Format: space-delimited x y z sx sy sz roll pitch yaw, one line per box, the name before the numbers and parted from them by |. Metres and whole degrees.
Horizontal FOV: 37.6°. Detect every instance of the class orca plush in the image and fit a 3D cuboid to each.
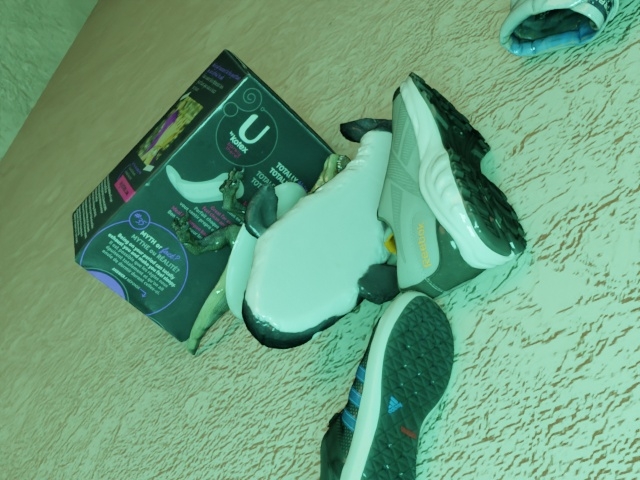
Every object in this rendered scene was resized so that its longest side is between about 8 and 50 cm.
orca plush | 0.000 0.000 0.871 0.102 0.151 0.287 114 171 -50

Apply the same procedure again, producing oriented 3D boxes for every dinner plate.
dinner plate | -0.043 0.013 0.901 0.017 0.141 0.141 23 70 24

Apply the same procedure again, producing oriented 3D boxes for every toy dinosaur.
toy dinosaur | -0.079 -0.004 0.968 0.268 0.118 0.064 -46 25 5

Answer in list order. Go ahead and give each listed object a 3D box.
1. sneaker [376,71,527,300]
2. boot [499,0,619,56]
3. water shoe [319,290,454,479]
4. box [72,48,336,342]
sneaker | 0.089 -0.054 0.813 0.108 0.100 0.271 -42 27 25
boot | 0.264 -0.236 0.816 0.258 0.095 0.123 -17 45 58
water shoe | 0.035 0.125 0.682 0.080 0.073 0.203 -22 37 45
box | -0.129 -0.052 1.051 0.270 0.165 0.143 -45 26 6
